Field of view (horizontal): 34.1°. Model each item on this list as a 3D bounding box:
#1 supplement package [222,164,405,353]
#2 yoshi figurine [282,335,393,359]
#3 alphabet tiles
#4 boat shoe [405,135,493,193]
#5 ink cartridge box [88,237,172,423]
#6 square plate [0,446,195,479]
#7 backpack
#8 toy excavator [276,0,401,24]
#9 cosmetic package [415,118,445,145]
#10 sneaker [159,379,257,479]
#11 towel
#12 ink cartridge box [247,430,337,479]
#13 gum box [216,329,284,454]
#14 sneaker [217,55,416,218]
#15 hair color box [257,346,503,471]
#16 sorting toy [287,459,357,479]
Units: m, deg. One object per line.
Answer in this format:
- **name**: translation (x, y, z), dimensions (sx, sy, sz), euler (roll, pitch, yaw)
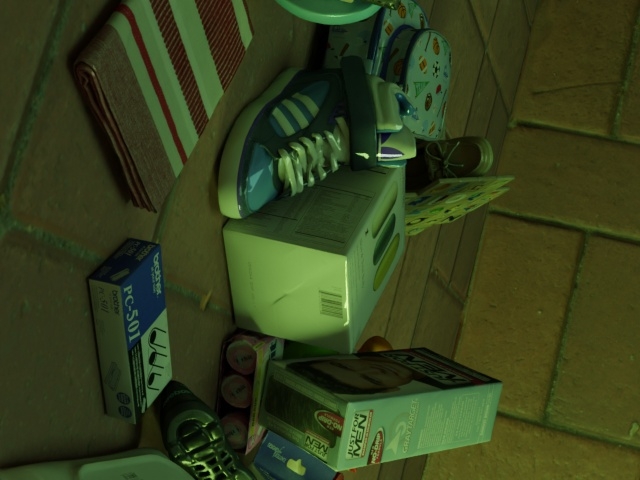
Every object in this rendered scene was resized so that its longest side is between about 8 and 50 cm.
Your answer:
- **supplement package**: translation (0.000, 0.000, 1.622), dimensions (0.263, 0.198, 0.199), euler (-58, 153, -45)
- **yoshi figurine**: translation (0.016, 0.217, 1.863), dimensions (0.362, 0.203, 0.203), euler (-35, 118, -61)
- **alphabet tiles**: translation (0.203, -0.060, 2.022), dimensions (0.342, 0.285, 0.011), euler (-6, 72, -44)
- **boat shoe**: translation (0.189, -0.128, 1.991), dimensions (0.089, 0.285, 0.105), euler (4, 68, -67)
- **ink cartridge box**: translation (-0.227, 0.110, 1.263), dimensions (0.097, 0.046, 0.207), euler (-55, 151, -52)
- **square plate**: translation (-0.159, 0.356, 1.186), dimensions (0.049, 0.344, 0.347), euler (-50, 162, 5)
- **backpack**: translation (0.101, -0.284, 1.755), dimensions (0.276, 0.213, 0.264), euler (1, 91, -69)
- **toy excavator**: translation (0.048, -0.490, 1.497), dimensions (0.445, 0.222, 0.433), euler (94, 13, -83)
- **cosmetic package**: translation (0.180, -0.192, 2.145), dimensions (0.296, 0.129, 0.153), euler (81, 28, -47)
- **sneaker**: translation (-0.156, 0.305, 1.449), dimensions (0.101, 0.106, 0.267), euler (-23, 122, -14)
- **towel**: translation (-0.173, -0.227, 1.227), dimensions (0.237, 0.037, 0.329), euler (77, 29, -49)
- **ink cartridge box**: translation (-0.079, 0.494, 1.752), dimensions (0.307, 0.072, 0.303), euler (-57, 147, -10)
- **gum box**: translation (-0.112, 0.228, 1.653), dimensions (0.107, 0.062, 0.188), euler (-32, 132, -65)
- **sneaker**: translation (0.014, -0.138, 1.511), dimensions (0.130, 0.236, 0.323), euler (85, 25, -42)
- **hair color box**: translation (0.104, 0.262, 1.688), dimensions (0.374, 0.185, 0.114), euler (0, 104, -44)
- **sorting toy**: translation (0.021, 0.424, 2.139), dimensions (0.257, 0.089, 0.256), euler (-53, 150, -53)
